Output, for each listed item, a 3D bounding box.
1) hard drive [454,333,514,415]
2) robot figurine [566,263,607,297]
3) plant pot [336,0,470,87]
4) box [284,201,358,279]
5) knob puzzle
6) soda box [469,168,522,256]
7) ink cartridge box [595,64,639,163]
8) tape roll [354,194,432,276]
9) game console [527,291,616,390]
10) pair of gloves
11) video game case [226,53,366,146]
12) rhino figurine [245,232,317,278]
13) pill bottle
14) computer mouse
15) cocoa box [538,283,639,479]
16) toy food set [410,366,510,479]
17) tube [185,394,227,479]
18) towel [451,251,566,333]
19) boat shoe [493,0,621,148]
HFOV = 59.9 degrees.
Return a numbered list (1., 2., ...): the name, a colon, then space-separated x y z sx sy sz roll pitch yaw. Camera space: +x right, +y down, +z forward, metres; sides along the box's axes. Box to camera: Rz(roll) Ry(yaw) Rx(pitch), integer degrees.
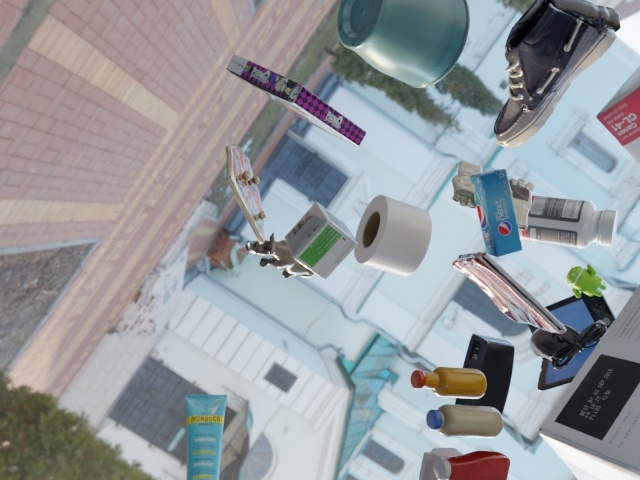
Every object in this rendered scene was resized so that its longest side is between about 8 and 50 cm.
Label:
1. hard drive: 0.445 0.388 1.499 0.054 0.172 0.254 10 -95 54
2. robot figurine: 0.785 0.120 1.646 0.067 0.115 0.101 -29 144 -53
3. plant pot: 0.191 -0.551 1.420 0.272 0.255 0.271 -4 -95 55
4. box: 0.000 0.000 1.084 0.101 0.087 0.102 -48 -152 11
5. knob puzzle: -0.142 -0.116 1.127 0.030 0.213 0.213 -17 -168 7
6. soda box: 0.440 -0.070 1.395 0.071 0.210 0.067 -15 -173 -6
7. ink cartridge box: 0.648 -0.177 0.931 0.226 0.306 0.131 -41 180 -33
8. tape roll: 0.241 -0.014 1.871 0.246 0.169 0.246 -163 -90 -74
9. game console: 0.826 0.329 1.854 0.173 0.250 0.293 -7 159 -45
10. pair of gloves: 0.494 -0.141 1.594 0.042 0.240 0.204 107 10 -45
11. video game case: -0.045 -0.278 1.115 0.232 0.210 0.041 20 102 -53
12. rhino figurine: -0.089 0.035 1.321 0.106 0.243 0.073 -4 -111 36
13. pill bottle: 0.892 -0.064 2.016 0.176 0.319 0.176 -23 117 -54
14. computer mouse: 0.695 0.285 1.630 0.188 0.072 0.272 -36 177 -6
15. cocoa box: 0.510 0.215 0.714 0.347 0.228 0.231 -46 -161 -17
16. toy food set: 0.162 0.286 0.715 0.111 0.105 0.232 -161 -98 -68
17. tube: -0.212 0.375 1.016 0.207 0.080 0.052 -99 -157 -46
18. towel: 0.423 0.121 1.296 0.037 0.237 0.329 -47 174 1
19. boat shoe: 0.416 -0.339 1.123 0.340 0.158 0.127 120 -22 -45
